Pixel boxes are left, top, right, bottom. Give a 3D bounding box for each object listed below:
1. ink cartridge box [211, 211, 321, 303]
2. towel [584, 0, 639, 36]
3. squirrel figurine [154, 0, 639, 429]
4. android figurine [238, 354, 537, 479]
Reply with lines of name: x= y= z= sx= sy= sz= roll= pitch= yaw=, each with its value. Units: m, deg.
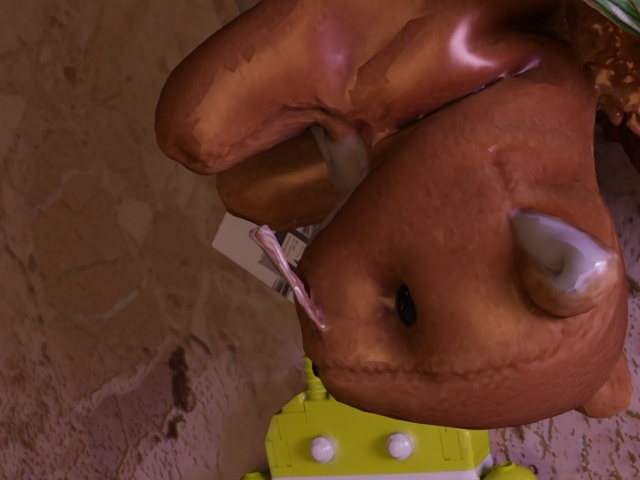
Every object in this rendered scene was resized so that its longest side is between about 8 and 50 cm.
ink cartridge box: x=0.000 y=0.000 z=0.843 sx=0.180 sy=0.104 sz=0.060 roll=34 pitch=113 yaw=17
towel: x=0.265 y=-0.154 z=0.566 sx=0.325 sy=0.038 sz=0.248 roll=28 pitch=78 yaw=-20
squirrel figurine: x=0.109 y=-0.097 z=0.643 sx=0.397 sy=0.281 sz=0.370 roll=-19 pitch=57 yaw=2
android figurine: x=0.049 y=0.207 z=0.885 sx=0.248 sy=0.056 sz=0.273 roll=-6 pitch=98 yaw=26
